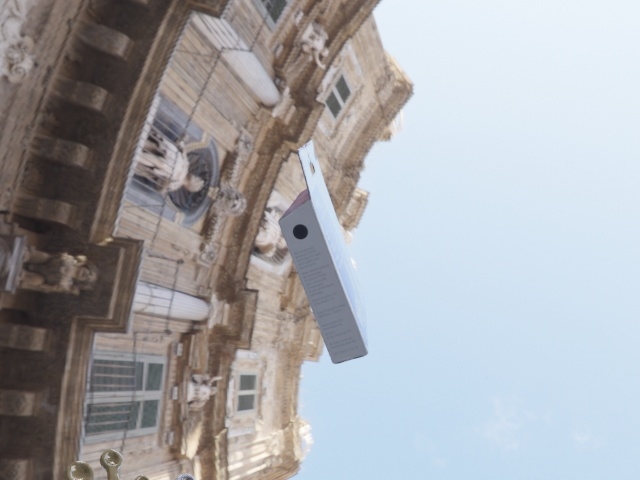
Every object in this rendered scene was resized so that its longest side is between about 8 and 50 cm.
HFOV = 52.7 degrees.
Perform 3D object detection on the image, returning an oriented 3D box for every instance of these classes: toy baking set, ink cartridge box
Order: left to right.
[{"bbox_3d":[-0.222,0.353,0.796,0.256,0.197,0.030,29,-63,-17],"label":"toy baking set"},{"bbox_3d":[0.000,0.000,0.697,0.045,0.206,0.208,-17,-81,6],"label":"ink cartridge box"}]
